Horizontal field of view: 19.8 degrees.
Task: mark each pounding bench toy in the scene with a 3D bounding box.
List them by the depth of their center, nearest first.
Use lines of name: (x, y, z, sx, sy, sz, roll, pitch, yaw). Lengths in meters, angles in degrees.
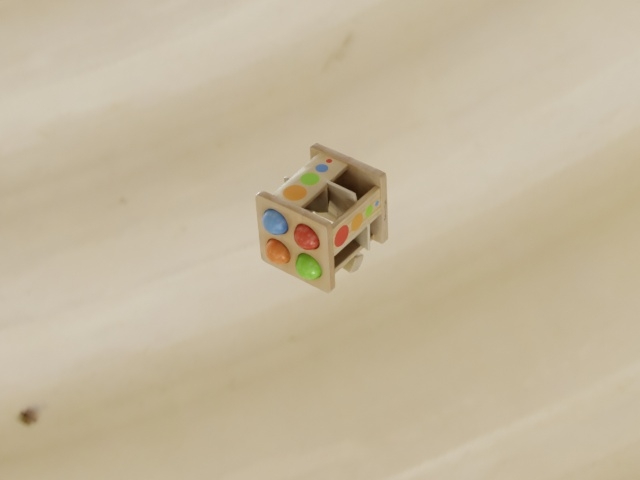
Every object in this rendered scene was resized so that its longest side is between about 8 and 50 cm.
pounding bench toy: (0.000, 0.000, 1.074, 0.052, 0.083, 0.065, 25, -130, 28)
